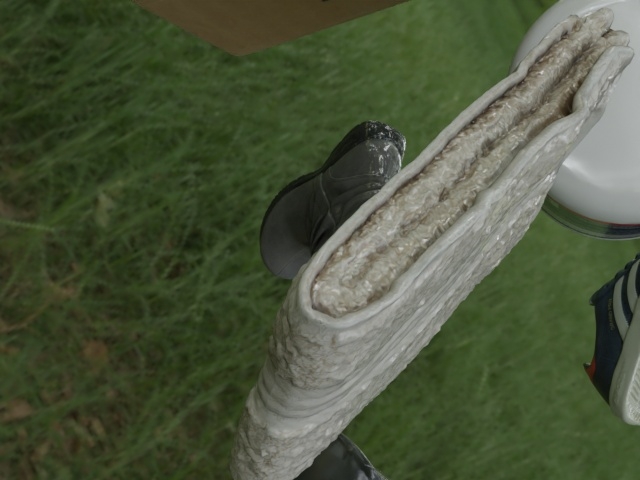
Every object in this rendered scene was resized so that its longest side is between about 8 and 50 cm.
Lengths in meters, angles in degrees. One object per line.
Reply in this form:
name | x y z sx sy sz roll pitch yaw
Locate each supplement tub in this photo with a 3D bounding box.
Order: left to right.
supplement tub | 0.257 -0.099 0.961 0.191 0.191 0.272 64 9 8

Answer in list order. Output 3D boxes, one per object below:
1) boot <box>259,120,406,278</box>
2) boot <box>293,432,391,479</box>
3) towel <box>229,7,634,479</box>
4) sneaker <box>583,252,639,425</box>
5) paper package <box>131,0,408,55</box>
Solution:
boot | 0.000 0.000 1.593 0.118 0.338 0.223 24 43 -16
boot | 0.059 0.255 0.972 0.263 0.091 0.229 36 -6 18
towel | 0.062 0.004 0.583 0.049 0.187 0.282 38 54 13
sneaker | 0.424 0.053 1.430 0.131 0.350 0.148 12 17 -24
paper package | -0.034 -0.302 0.878 0.309 0.324 0.168 20 62 -52
